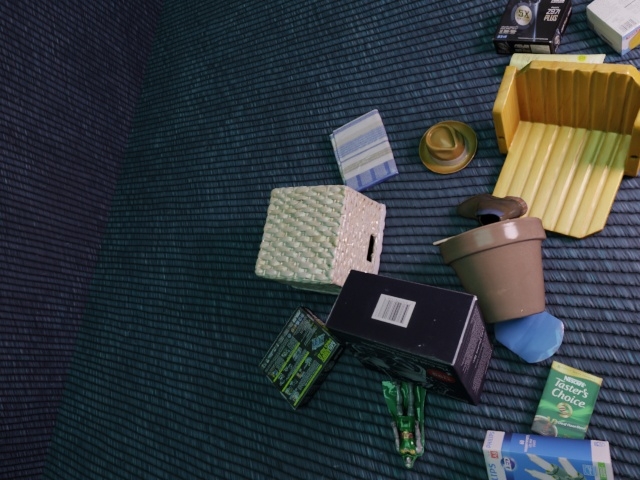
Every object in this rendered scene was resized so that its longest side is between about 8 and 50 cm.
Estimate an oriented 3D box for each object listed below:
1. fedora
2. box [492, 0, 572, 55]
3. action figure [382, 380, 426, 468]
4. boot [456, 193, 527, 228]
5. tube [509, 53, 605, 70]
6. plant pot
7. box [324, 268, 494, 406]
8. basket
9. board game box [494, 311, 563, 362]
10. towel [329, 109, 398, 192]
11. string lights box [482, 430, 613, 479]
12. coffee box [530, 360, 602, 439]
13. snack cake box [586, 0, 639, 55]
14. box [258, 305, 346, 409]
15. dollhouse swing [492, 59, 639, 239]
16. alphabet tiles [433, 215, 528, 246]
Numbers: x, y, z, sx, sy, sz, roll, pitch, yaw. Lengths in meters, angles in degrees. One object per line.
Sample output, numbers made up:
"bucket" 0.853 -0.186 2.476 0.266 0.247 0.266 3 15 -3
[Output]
"fedora" 0.395 -0.309 1.395 0.194 0.079 0.194 -10 71 30
"box" 0.643 -0.650 1.338 0.180 0.077 0.147 23 88 36
"action figure" 0.246 0.523 1.251 0.137 0.063 0.232 -11 73 27
"boot" 0.452 -0.080 1.236 0.219 0.106 0.082 0 112 56
"tube" 0.683 -0.511 1.284 0.240 0.062 0.070 20 127 31
"plant pot" 0.466 0.088 1.134 0.263 0.263 0.229 -20 76 27
"box" 0.243 0.255 1.156 0.343 0.312 0.179 10 62 36
"basket" 0.000 0.000 1.448 0.331 0.266 0.328 3 78 36
"board game box" 0.547 0.239 1.154 0.133 0.033 0.168 -56 44 4
"towel" 0.152 -0.317 1.587 0.209 0.034 0.285 -24 65 23
"string lights box" 0.527 0.532 1.021 0.259 0.076 0.133 -9 100 31
"coffee box" 0.596 0.398 1.067 0.113 0.040 0.184 19 87 36
"snack cake box" 0.885 -0.649 1.173 0.264 0.089 0.152 -34 58 20
"box" -0.064 0.394 1.492 0.216 0.060 0.270 37 97 35
"dollhouse swing" 0.603 -0.223 1.122 0.346 0.315 0.305 22 77 35
"alphabet tiles" 0.447 -0.016 1.198 0.237 0.198 0.009 -19 75 27
